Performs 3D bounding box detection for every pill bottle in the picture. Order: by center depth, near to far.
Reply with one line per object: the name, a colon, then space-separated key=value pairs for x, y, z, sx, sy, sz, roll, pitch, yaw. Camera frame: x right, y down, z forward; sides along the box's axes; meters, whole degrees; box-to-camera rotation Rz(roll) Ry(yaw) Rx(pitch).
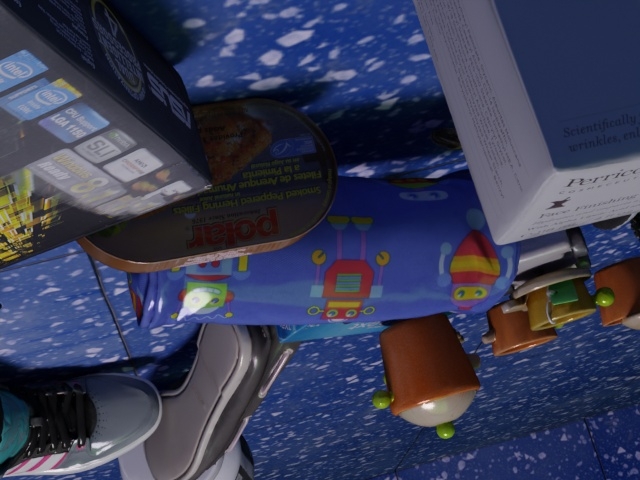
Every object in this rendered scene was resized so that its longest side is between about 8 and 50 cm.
pill bottle: x=-0.179 y=0.294 z=1.615 sx=0.162 sy=0.162 sz=0.278 roll=-16 pitch=161 yaw=-2

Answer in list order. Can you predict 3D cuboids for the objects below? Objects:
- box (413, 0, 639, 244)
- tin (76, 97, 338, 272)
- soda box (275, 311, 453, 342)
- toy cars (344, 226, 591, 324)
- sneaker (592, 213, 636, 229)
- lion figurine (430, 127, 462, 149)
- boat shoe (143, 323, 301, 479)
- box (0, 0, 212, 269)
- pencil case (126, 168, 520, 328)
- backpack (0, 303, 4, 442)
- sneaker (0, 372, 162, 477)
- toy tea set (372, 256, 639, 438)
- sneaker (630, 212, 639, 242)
box: x=0.169 y=-0.114 z=0.691 sx=0.180 sy=0.182 sz=0.119 roll=-13 pitch=162 yaw=-11
tin: x=-0.081 y=-0.036 z=0.822 sx=0.189 sy=0.106 sz=0.040 roll=-9 pitch=161 yaw=-19
soda box: x=0.051 y=0.056 z=1.265 sx=0.210 sy=0.067 sz=0.071 roll=-3 pitch=158 yaw=-35
toy cars: x=0.130 y=0.007 z=1.177 sx=0.393 sy=0.087 sz=0.176 roll=-7 pitch=164 yaw=-36
sneaker: x=0.311 y=-0.066 z=1.140 sx=0.077 sy=0.072 sz=0.178 roll=-19 pitch=170 yaw=-26
lion figurine: x=0.302 y=-0.119 z=0.919 sx=0.392 sy=0.142 sz=0.240 roll=-11 pitch=175 yaw=33
boat shoe: x=-0.110 y=0.179 z=1.363 sx=0.095 sy=0.112 sz=0.335 roll=-8 pitch=147 yaw=-33
box: x=-0.269 y=-0.064 z=0.599 sx=0.318 sy=0.097 sz=0.395 roll=-22 pitch=161 yaw=8
pencil case: x=0.000 y=0.000 z=0.930 sx=0.306 sy=0.133 sz=0.119 roll=-1 pitch=126 yaw=-20
backpack: x=-0.362 y=0.121 z=1.016 sx=0.182 sy=0.152 sz=0.115 roll=-11 pitch=160 yaw=26
sneaker: x=-0.312 y=0.194 z=1.286 sx=0.295 sy=0.124 sz=0.178 roll=-11 pitch=171 yaw=-12
toy tea set: x=0.213 y=0.118 z=1.265 sx=0.336 sy=0.124 sz=0.200 roll=-20 pitch=167 yaw=15
sneaker: x=0.404 y=-0.046 z=1.316 sx=0.073 sy=0.063 sz=0.162 roll=-28 pitch=172 yaw=-24
